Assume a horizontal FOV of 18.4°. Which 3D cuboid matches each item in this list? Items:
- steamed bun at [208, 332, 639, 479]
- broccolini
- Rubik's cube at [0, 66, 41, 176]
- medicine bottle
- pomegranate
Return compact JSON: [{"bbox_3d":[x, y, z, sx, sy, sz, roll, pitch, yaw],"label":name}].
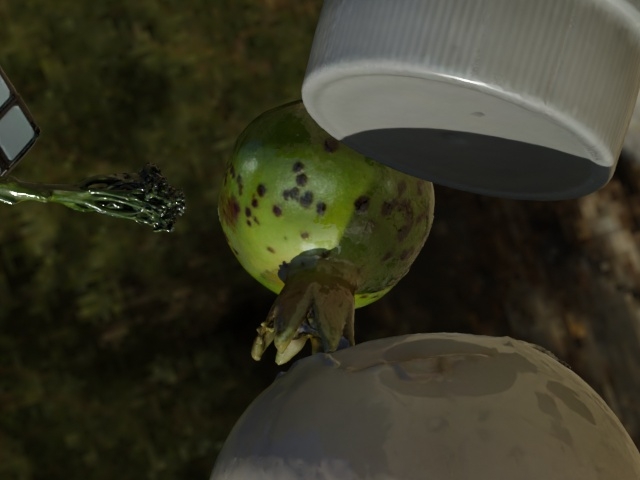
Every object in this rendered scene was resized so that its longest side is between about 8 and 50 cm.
[{"bbox_3d":[0.071,0.227,1.200,0.309,0.309,0.309,-19,-90,-87],"label":"steamed bun"},{"bbox_3d":[-0.198,-0.030,1.323,0.044,0.218,0.042,-113,27,-60],"label":"broccolini"},{"bbox_3d":[-0.383,-0.109,1.802,0.160,0.162,0.163,-53,-45,-29],"label":"Rubik's cube"},{"bbox_3d":[0.124,-0.202,1.253,0.245,0.245,0.306,64,-140,-70],"label":"medicine bottle"},{"bbox_3d":[0.005,0.000,1.987,0.231,0.231,0.286,60,-148,-77],"label":"pomegranate"}]
